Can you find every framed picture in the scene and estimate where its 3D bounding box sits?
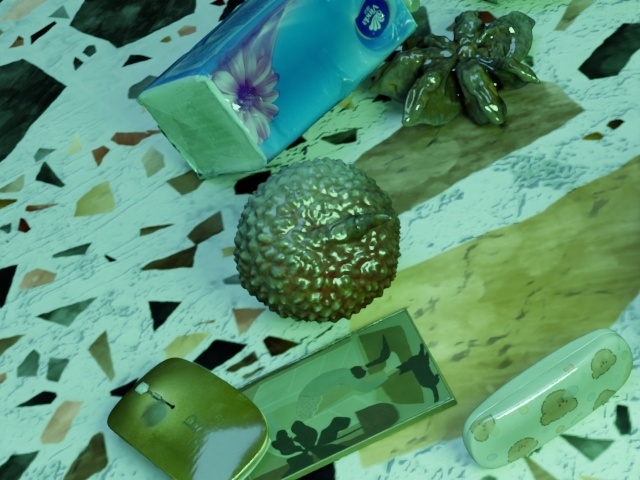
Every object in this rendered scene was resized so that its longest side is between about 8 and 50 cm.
[{"bbox_3d":[0.013,0.148,1.196,0.200,0.010,0.136,-25,40,-1],"label":"framed picture"}]

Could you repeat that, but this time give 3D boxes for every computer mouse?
[{"bbox_3d":[-0.129,0.170,1.209,0.102,0.045,0.199,-44,41,-18],"label":"computer mouse"}]

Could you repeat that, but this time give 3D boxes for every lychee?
[{"bbox_3d":[0.000,0.000,1.245,0.165,0.165,0.197,-46,10,-24],"label":"lychee"}]

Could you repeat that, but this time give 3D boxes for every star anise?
[{"bbox_3d":[0.150,-0.196,1.461,0.196,0.073,0.212,-10,39,14],"label":"star anise"}]

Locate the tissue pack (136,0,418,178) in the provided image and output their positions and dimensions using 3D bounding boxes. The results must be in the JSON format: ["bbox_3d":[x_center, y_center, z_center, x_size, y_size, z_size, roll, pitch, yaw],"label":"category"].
[{"bbox_3d":[-0.049,-0.206,1.484,0.263,0.146,0.198,-46,20,-23],"label":"tissue pack"}]

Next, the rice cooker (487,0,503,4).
[{"bbox_3d":[0.239,-0.466,1.554,0.288,0.277,0.288,-17,38,14],"label":"rice cooker"}]

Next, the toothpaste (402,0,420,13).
[{"bbox_3d":[0.043,-0.315,1.679,0.216,0.037,0.062,13,52,42],"label":"toothpaste"}]

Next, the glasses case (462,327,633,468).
[{"bbox_3d":[0.192,0.133,1.078,0.164,0.063,0.041,-32,37,-10],"label":"glasses case"}]
